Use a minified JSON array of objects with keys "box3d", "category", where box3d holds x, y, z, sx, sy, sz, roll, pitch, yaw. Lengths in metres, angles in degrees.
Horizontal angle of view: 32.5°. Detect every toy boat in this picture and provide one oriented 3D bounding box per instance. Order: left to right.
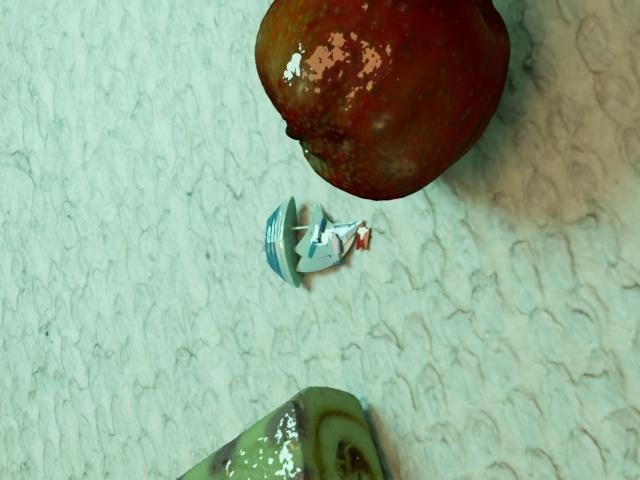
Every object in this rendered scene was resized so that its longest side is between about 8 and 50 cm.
[{"box3d":[-0.007,0.009,1.302,0.149,0.034,0.105,20,99,31],"category":"toy boat"}]

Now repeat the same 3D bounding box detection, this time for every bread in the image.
[{"box3d":[-0.080,0.323,1.259,0.338,0.155,0.187,-40,57,36],"category":"bread"}]

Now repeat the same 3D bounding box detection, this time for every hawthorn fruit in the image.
[{"box3d":[0.090,-0.192,1.076,0.300,0.254,0.254,-36,62,20],"category":"hawthorn fruit"}]
